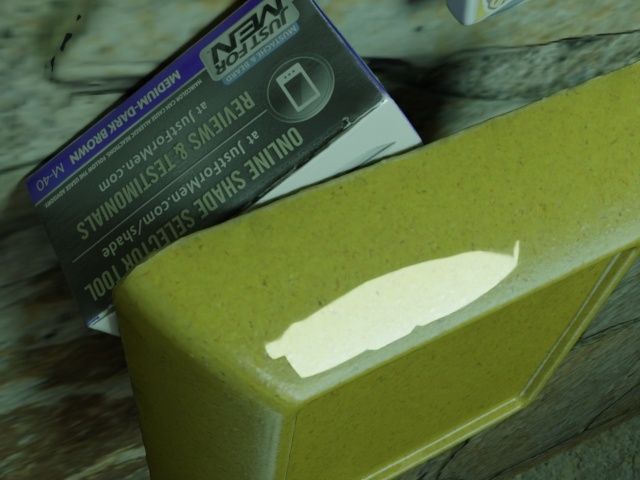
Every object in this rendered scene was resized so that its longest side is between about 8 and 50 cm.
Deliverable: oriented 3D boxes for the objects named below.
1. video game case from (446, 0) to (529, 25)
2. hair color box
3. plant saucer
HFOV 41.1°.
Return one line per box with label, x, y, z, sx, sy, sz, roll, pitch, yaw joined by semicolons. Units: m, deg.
video game case;0.163;-0.227;0.412;0.206;0.026;0.227;-24;150;-12
hair color box;0.000;0.000;0.563;0.185;0.110;0.339;-37;154;8
plant saucer;0.055;0.073;0.540;0.333;0.081;0.333;-23;151;-20
